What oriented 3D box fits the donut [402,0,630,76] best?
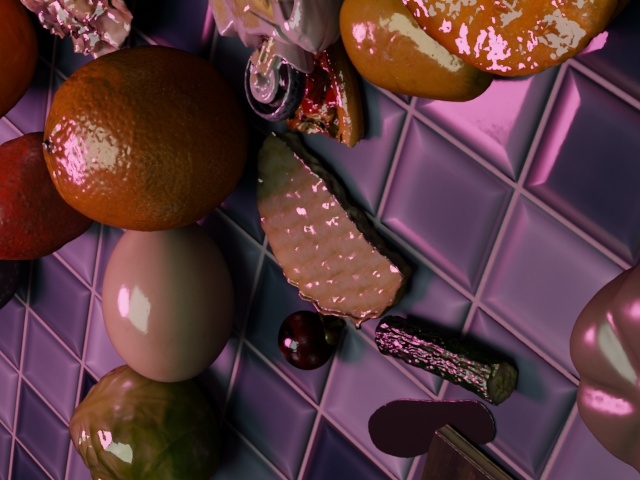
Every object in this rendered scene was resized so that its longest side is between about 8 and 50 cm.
[{"bbox_3d":[0.200,-0.313,1.288,0.303,0.110,0.302,20,121,39],"label":"donut"}]

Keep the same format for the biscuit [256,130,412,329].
[{"bbox_3d":[0.000,0.000,1.715,0.273,0.036,0.187,51,138,17],"label":"biscuit"}]

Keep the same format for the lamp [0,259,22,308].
[{"bbox_3d":[-0.615,-0.010,2.327,0.182,0.182,0.313,-49,46,48],"label":"lamp"}]

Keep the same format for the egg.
[{"bbox_3d":[-0.211,0.079,1.872,0.186,0.186,0.241,12,107,45],"label":"egg"}]

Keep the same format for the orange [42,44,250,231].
[{"bbox_3d":[-0.229,-0.131,1.737,0.264,0.264,0.264,24,124,40],"label":"orange"}]

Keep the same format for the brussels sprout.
[{"bbox_3d":[-0.260,0.294,2.024,0.244,0.244,0.244,24,124,40],"label":"brussels sprout"}]

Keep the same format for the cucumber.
[{"bbox_3d":[0.146,0.136,1.603,0.187,0.058,0.058,22,123,39],"label":"cucumber"}]

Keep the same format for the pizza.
[{"bbox_3d":[-0.031,-0.185,1.647,0.193,0.053,0.201,-32,83,50],"label":"pizza"}]

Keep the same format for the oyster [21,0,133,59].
[{"bbox_3d":[-0.360,-0.383,1.872,0.351,0.115,0.238,47,137,22],"label":"oyster"}]

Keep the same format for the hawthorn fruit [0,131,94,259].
[{"bbox_3d":[-0.457,-0.050,2.037,0.199,0.251,0.199,21,131,26],"label":"hawthorn fruit"}]

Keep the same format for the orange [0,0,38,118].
[{"bbox_3d":[-0.557,-0.285,2.031,0.261,0.261,0.261,24,124,40],"label":"orange"}]

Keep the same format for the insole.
[{"bbox_3d":[0.135,0.234,1.701,0.232,0.003,0.080,-18,94,50],"label":"insole"}]

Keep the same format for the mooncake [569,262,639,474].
[{"bbox_3d":[0.363,0.134,1.301,0.275,0.135,0.275,29,131,39],"label":"mooncake"}]

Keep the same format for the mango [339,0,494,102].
[{"bbox_3d":[0.108,-0.215,1.448,0.195,0.098,0.137,36,129,23],"label":"mango"}]

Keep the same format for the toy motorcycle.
[{"bbox_3d":[-0.053,-0.322,1.543,0.223,0.108,0.340,-37,64,46],"label":"toy motorcycle"}]

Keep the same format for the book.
[{"bbox_3d":[0.212,0.352,1.653,0.228,0.024,0.160,38,134,29],"label":"book"}]

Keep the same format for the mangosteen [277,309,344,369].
[{"bbox_3d":[-0.016,0.130,1.762,0.081,0.081,0.081,24,124,40],"label":"mangosteen"}]
